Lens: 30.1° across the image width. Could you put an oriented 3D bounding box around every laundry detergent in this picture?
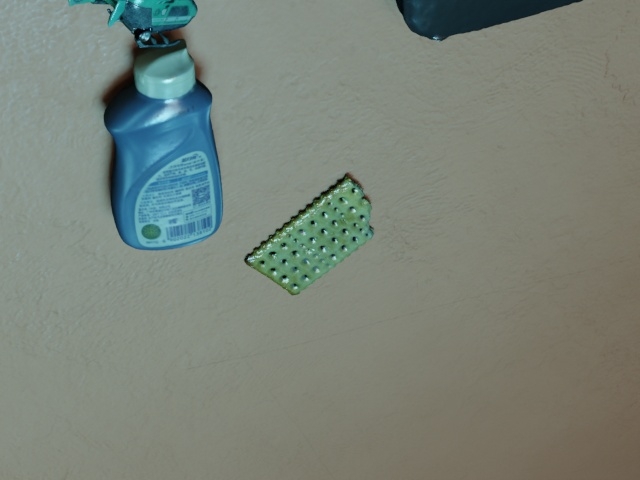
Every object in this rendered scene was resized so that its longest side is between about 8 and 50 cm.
[{"bbox_3d":[-0.196,-0.122,1.492,0.143,0.094,0.289,-8,132,-12],"label":"laundry detergent"}]

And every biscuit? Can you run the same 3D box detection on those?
[{"bbox_3d":[0.000,-0.001,1.764,0.203,0.016,0.144,-37,137,13],"label":"biscuit"}]

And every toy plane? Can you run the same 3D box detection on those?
[{"bbox_3d":[-0.197,-0.267,1.316,0.096,0.060,0.235,-52,161,28],"label":"toy plane"}]

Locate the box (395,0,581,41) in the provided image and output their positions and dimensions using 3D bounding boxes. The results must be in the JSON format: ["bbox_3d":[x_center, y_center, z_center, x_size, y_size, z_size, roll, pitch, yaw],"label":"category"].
[{"bbox_3d":[0.247,-0.425,1.412,0.359,0.091,0.350,-18,137,-10],"label":"box"}]
